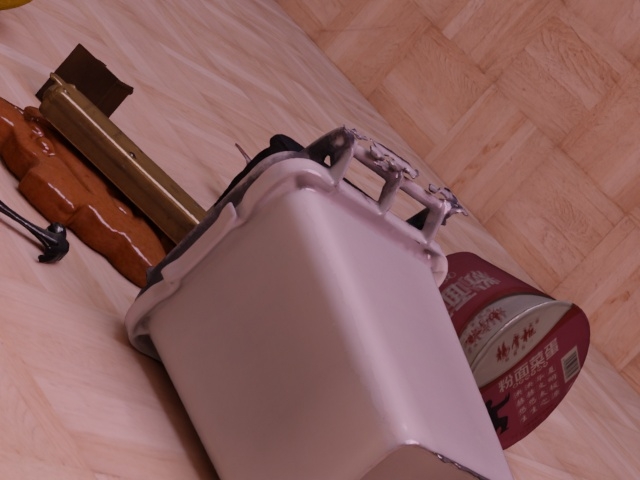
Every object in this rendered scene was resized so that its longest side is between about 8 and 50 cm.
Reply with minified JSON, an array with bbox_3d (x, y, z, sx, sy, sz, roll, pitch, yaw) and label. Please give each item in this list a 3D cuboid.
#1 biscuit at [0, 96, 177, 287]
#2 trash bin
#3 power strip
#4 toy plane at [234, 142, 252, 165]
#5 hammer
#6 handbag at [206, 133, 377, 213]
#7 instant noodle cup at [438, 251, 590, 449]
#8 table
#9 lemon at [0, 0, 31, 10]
[{"bbox_3d":[-0.244,-0.065,1.746,0.284,0.043,0.306,43,12,2],"label":"biscuit"},{"bbox_3d":[0.024,0.116,1.428,0.256,0.296,0.368,34,20,-39],"label":"trash bin"},{"bbox_3d":[-0.188,-0.059,1.713,0.305,0.044,0.064,44,10,-6],"label":"power strip"},{"bbox_3d":[0.005,-0.005,2.190,0.326,0.104,0.223,36,13,-28],"label":"toy plane"},{"bbox_3d":[-0.315,-0.042,1.494,0.201,0.021,0.078,37,13,-24],"label":"hammer"},{"bbox_3d":[-0.021,0.008,1.874,0.254,0.181,0.181,34,13,-42],"label":"handbag"},{"bbox_3d":[0.210,0.136,2.111,0.178,0.235,0.235,39,7,39],"label":"instant noodle cup"},{"bbox_3d":[-0.280,-0.179,1.948,0.070,0.083,0.082,43,7,14],"label":"table"},{"bbox_3d":[-0.402,-0.384,2.007,0.178,0.203,0.178,28,35,-22],"label":"lemon"}]
